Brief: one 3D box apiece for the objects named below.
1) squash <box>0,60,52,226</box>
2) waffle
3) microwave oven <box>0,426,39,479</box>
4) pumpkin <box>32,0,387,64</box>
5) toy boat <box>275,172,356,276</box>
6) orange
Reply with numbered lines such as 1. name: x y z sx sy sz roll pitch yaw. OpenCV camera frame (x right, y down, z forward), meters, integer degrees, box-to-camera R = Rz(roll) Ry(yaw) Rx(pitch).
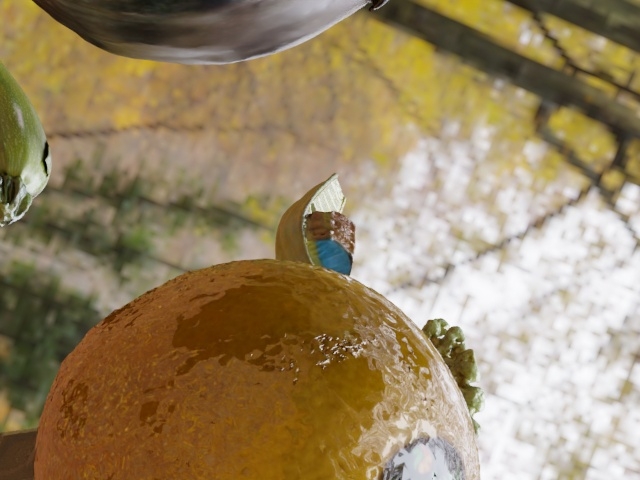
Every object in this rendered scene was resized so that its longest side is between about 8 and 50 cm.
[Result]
1. squash: -0.274 -0.107 1.504 0.318 0.080 0.071 55 -45 43
2. waffle: 0.061 0.142 1.642 0.169 0.036 0.183 -27 -142 8
3. microwave oven: -0.216 0.262 1.468 0.129 0.163 0.205 -11 -146 28
4. pumpkin: -0.071 -0.324 1.091 0.454 0.344 0.454 -177 -90 -83
5. toy boat: 0.000 0.000 1.653 0.172 0.066 0.065 -84 156 -58
6. orange: -0.035 0.147 1.136 0.274 0.274 0.274 -159 -90 -76
